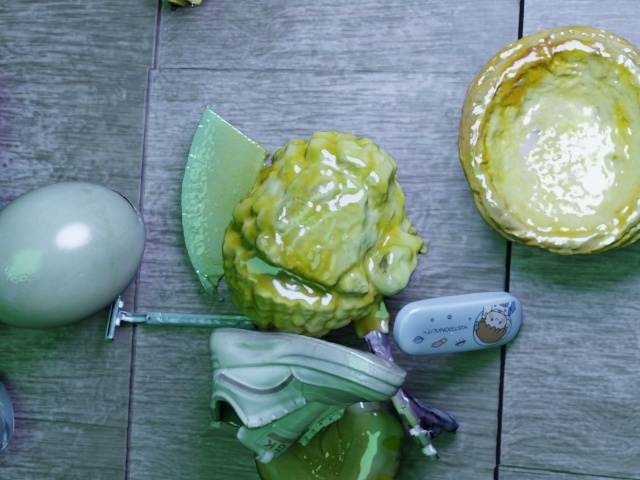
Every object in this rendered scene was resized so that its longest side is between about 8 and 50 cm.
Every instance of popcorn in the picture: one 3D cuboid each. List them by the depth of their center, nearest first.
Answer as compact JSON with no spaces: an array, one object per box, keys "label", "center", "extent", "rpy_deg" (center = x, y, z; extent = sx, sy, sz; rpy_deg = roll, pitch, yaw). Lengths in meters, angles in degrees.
[{"label":"popcorn","center":[0.000,0.000,1.683],"extent":[0.258,0.224,0.270],"rpy_deg":[-13,88,8]}]

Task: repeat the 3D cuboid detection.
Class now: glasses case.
[{"label":"glasses case","center":[0.174,0.105,1.677],"extent":[0.178,0.045,0.067],"rpy_deg":[-6,112,-25]}]

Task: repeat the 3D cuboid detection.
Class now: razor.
[{"label":"razor","center":[-0.188,0.108,1.821],"extent":[0.211,0.036,0.084],"rpy_deg":[4,68,9]}]

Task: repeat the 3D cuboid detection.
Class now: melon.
[{"label":"melon","center":[-0.134,-0.047,1.819],"extent":[0.114,0.053,0.261],"rpy_deg":[6,92,-4]}]

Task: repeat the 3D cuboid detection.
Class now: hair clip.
[{"label":"hair clip","center":[0.114,0.207,1.662],"extent":[0.056,0.187,0.146],"rpy_deg":[-34,52,8]}]

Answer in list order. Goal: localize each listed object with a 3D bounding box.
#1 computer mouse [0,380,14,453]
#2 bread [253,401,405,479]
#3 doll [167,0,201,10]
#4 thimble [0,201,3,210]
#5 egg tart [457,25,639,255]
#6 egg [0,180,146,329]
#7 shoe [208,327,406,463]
[{"label":"computer mouse","center":[-0.597,0.215,1.864],"extent":[0.379,0.167,0.090],"rpy_deg":[26,137,14]},{"label":"bread","center":[0.010,0.261,1.713],"extent":[0.213,0.105,0.213],"rpy_deg":[-7,75,24]},{"label":"doll","center":[-0.159,-0.457,1.821],"extent":[0.117,0.086,0.291],"rpy_deg":[8,87,44]},{"label":"thimble","center":[-0.532,0.022,1.816],"extent":[0.172,0.250,0.205],"rpy_deg":[5,43,16]},{"label":"egg tart","center":[0.309,-0.120,1.667],"extent":[0.294,0.123,0.294],"rpy_deg":[-1,86,10]},{"label":"egg","center":[-0.346,0.018,1.772],"extent":[0.253,0.186,0.186],"rpy_deg":[-27,77,-32]},{"label":"shoe","center":[-0.037,0.195,1.611],"extent":[0.316,0.124,0.159],"rpy_deg":[5,78,51]}]
